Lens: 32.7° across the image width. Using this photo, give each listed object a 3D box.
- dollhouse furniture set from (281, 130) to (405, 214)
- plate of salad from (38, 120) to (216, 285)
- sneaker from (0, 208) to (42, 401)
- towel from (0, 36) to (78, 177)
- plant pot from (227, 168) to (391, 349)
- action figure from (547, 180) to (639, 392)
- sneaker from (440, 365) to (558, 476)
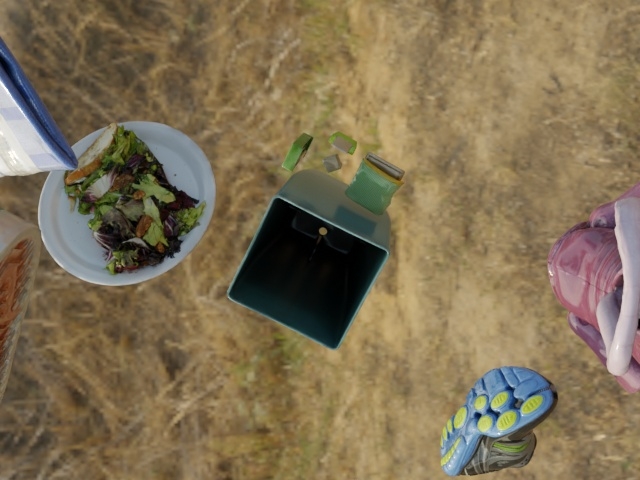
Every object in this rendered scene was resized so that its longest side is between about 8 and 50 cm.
[{"bbox_3d":[0.031,-0.088,1.424,0.151,0.058,0.076,30,117,1],"label":"dollhouse furniture set"},{"bbox_3d":[-0.212,-0.047,1.180,0.048,0.200,0.200,74,177,-64],"label":"plate of salad"},{"bbox_3d":[-0.289,0.079,0.758,0.121,0.108,0.302,30,120,5],"label":"sneaker"},{"bbox_3d":[-0.376,-0.145,1.094,0.285,0.034,0.209,1,129,45],"label":"towel"},{"bbox_3d":[0.000,0.000,1.512,0.166,0.165,0.234,-63,2,24],"label":"plant pot"},{"bbox_3d":[0.273,0.059,0.922,0.370,0.275,0.248,-149,62,-71],"label":"action figure"},{"bbox_3d":[0.177,0.174,1.040,0.188,0.078,0.067,118,154,-53],"label":"sneaker"}]
